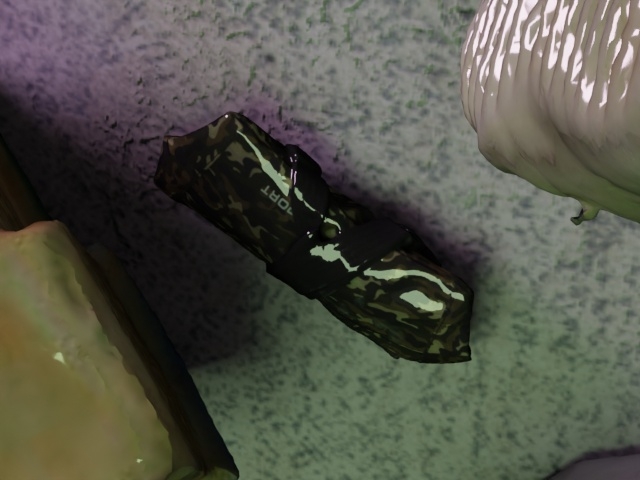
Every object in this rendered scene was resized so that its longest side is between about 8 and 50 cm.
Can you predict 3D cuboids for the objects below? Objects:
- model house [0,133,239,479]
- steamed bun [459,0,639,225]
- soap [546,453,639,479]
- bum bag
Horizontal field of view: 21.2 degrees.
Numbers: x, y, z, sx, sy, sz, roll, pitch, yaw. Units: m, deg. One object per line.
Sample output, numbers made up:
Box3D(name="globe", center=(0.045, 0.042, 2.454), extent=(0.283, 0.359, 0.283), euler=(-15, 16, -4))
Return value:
Box3D(name="model house", center=(-0.288, 0.068, 1.100), extent=(0.334, 0.342, 0.382), euler=(-29, 84, -2))
Box3D(name="steamed bun", center=(0.232, -0.148, 0.790), extent=(0.255, 0.368, 0.342), euler=(20, 87, -16))
Box3D(name="soap", center=(0.278, 0.297, 1.074), extent=(0.435, 0.213, 0.350), euler=(-13, 114, 28))
Box3D(name="bum bag", center=(0.000, 0.000, 1.107), extent=(0.248, 0.069, 0.102), euler=(32, 161, 1))
